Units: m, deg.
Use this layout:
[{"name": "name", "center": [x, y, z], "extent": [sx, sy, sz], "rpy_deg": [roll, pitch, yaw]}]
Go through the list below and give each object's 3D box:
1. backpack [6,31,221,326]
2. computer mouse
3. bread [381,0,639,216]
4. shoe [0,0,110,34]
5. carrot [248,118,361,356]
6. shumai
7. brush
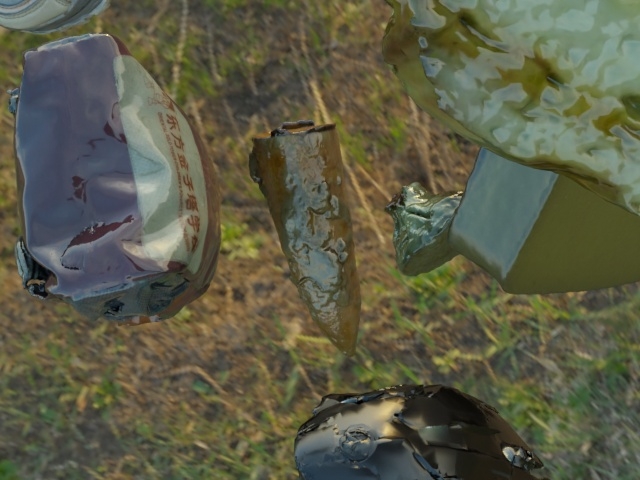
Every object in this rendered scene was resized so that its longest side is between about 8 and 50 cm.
[{"name": "backpack", "center": [-0.205, -0.043, 1.364], "extent": [0.197, 0.317, 0.283], "rpy_deg": [-9, 78, 6]}, {"name": "computer mouse", "center": [0.086, 0.162, 0.943], "extent": [0.077, 0.242, 0.146], "rpy_deg": [-43, 51, 39]}, {"name": "bread", "center": [0.129, -0.068, 0.420], "extent": [0.128, 0.232, 0.088], "rpy_deg": [-62, 19, 25]}, {"name": "shoe", "center": [-0.153, -0.194, 0.756], "extent": [0.089, 0.092, 0.180], "rpy_deg": [44, 114, 13]}, {"name": "carrot", "center": [0.000, 0.000, 1.391], "extent": [0.102, 0.102, 0.263], "rpy_deg": [-9, 102, 21]}, {"name": "shumai", "center": [0.121, -0.027, 1.431], "extent": [0.124, 0.099, 0.087], "rpy_deg": [-37, 67, 14]}, {"name": "brush", "center": [0.155, -0.038, 0.706], "extent": [0.059, 0.197, 0.123], "rpy_deg": [37, 114, 33]}]
